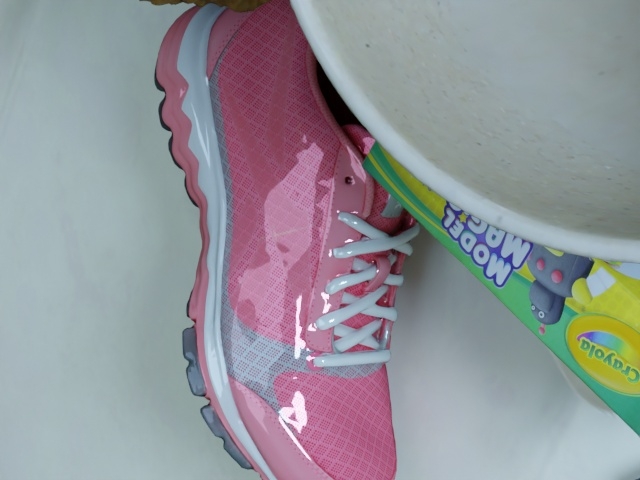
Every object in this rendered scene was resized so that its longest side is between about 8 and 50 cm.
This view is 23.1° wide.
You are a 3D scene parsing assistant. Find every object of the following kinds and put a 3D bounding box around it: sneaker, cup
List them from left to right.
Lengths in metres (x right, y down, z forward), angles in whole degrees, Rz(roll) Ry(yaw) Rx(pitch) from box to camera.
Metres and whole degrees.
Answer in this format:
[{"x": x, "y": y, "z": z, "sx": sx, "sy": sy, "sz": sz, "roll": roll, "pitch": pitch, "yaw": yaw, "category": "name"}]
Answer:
[{"x": 0.000, "y": 0.000, "z": 0.851, "sx": 0.136, "sy": 0.116, "sz": 0.314, "roll": -20, "pitch": 79, "yaw": 39, "category": "sneaker"}, {"x": 0.174, "y": -0.165, "z": 0.602, "sx": 0.331, "sy": 0.237, "sz": 0.331, "roll": 4, "pitch": 97, "yaw": 37, "category": "cup"}]

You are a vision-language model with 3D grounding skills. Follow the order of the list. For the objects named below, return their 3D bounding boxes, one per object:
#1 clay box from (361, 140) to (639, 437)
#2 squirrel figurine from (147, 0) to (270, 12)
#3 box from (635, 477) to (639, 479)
[{"x": 0.136, "y": 0.013, "z": 0.724, "sx": 0.222, "sy": 0.127, "sz": 0.053, "roll": 47, "pitch": 121, "yaw": 30, "category": "clay box"}, {"x": -0.057, "y": -0.327, "z": 0.792, "sx": 0.370, "sy": 0.281, "sz": 0.397, "roll": 52, "pitch": 120, "yaw": 34, "category": "squirrel figurine"}, {"x": 0.196, "y": 0.141, "z": 0.749, "sx": 0.067, "sy": 0.018, "sz": 0.083, "roll": -32, "pitch": 71, "yaw": 37, "category": "box"}]
